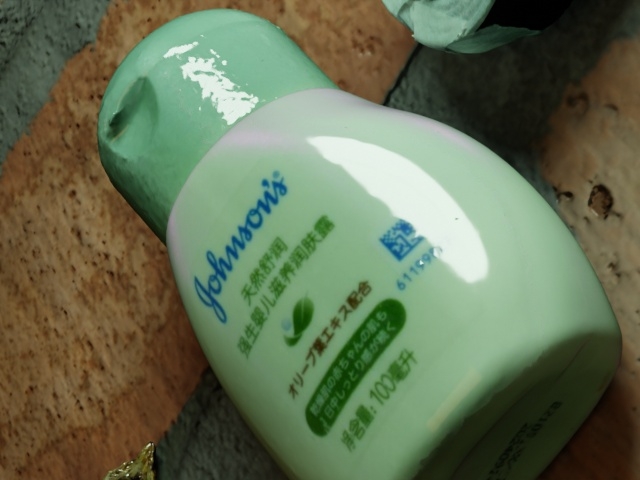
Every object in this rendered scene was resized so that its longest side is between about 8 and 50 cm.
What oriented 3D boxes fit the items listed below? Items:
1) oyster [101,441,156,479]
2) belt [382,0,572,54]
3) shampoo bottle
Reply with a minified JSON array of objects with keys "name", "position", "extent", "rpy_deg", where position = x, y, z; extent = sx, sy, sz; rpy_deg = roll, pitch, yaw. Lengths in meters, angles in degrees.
[{"name":"oyster","position":[-0.134,0.212,1.101],"extent":[0.086,0.029,0.132],"rpy_deg":[45,114,23]},{"name":"belt","position":[0.084,-0.203,0.864],"extent":[0.151,0.078,0.198],"rpy_deg":[19,114,54]},{"name":"shampoo bottle","position":[0.000,0.000,0.914],"extent":[0.349,0.151,0.221],"rpy_deg":[48,120,29]}]
